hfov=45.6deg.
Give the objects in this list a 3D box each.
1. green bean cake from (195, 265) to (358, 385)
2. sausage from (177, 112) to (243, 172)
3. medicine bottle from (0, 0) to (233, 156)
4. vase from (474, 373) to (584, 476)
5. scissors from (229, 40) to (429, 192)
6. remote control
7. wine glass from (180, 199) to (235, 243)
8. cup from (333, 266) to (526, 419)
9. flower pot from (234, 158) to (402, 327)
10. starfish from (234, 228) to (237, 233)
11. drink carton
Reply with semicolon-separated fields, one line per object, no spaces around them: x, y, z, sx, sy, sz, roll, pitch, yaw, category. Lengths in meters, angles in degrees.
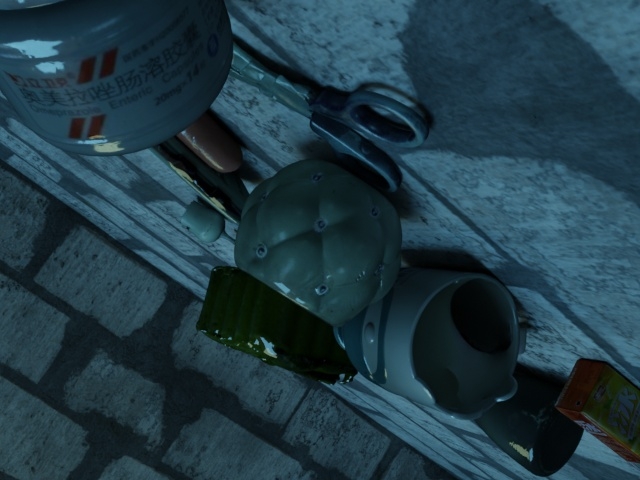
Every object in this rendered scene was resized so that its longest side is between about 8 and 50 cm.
-0.090;0.192;1.738;0.319;0.218;0.335;19;168;-34;green bean cake
-0.187;-0.168;1.233;0.062;0.062;0.154;14;157;49;sausage
-0.230;-0.254;0.707;0.245;0.245;0.306;25;156;25;medicine bottle
0.354;0.322;1.537;0.321;0.173;0.173;26;165;46;vase
-0.049;-0.188;0.960;0.383;0.029;0.256;30;167;5;scissors
-0.221;-0.141;1.310;0.296;0.056;0.140;44;-165;-38;remote control
-0.225;-0.015;1.750;0.195;0.079;0.079;31;165;1;wine glass
0.198;0.154;1.248;0.290;0.219;0.258;4;-179;-30;cup
0.000;0.000;1.103;0.246;0.195;0.246;31;174;4;flower pot
-0.120;0.005;1.666;0.130;0.041;0.133;45;150;-26;starfish
0.501;0.295;1.262;0.223;0.096;0.071;36;164;-18;drink carton
